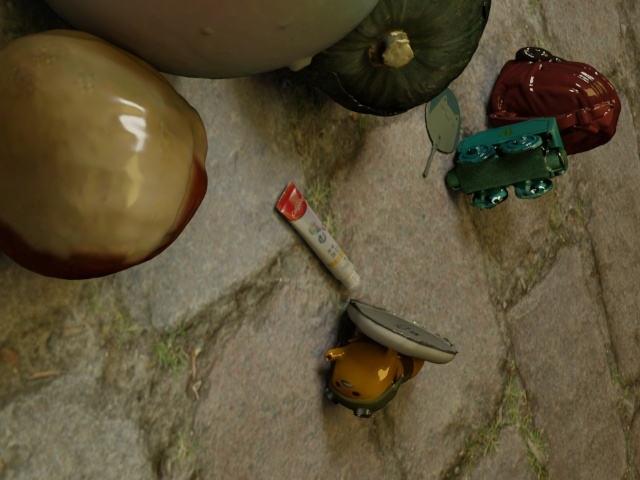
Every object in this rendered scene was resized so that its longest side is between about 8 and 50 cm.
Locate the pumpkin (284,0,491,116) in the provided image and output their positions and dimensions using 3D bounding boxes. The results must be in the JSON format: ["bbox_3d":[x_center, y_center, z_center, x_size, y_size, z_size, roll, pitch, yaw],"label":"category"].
[{"bbox_3d":[0.063,-0.314,1.415,0.328,0.291,0.257,15,39,-38],"label":"pumpkin"}]

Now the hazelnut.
[{"bbox_3d":[-0.239,-0.078,1.063,0.261,0.241,0.261,-21,90,-78],"label":"hazelnut"}]

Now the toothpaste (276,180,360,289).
[{"bbox_3d":[0.000,0.000,1.509,0.190,0.031,0.048,52,53,-34],"label":"toothpaste"}]

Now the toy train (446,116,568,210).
[{"bbox_3d":[0.310,-0.130,1.799,0.107,0.198,0.154,69,26,-21],"label":"toy train"}]

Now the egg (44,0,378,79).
[{"bbox_3d":[-0.082,-0.321,1.083,0.355,0.340,0.354,-31,134,-37],"label":"egg"}]

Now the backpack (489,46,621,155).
[{"bbox_3d":[0.415,-0.230,1.911,0.229,0.229,0.138,52,53,-38],"label":"backpack"}]

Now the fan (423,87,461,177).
[{"bbox_3d":[0.195,-0.174,1.791,0.113,0.005,0.175,48,53,-40],"label":"fan"}]

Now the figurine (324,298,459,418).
[{"bbox_3d":[0.095,0.181,1.557,0.250,0.167,0.141,18,97,-64],"label":"figurine"}]
